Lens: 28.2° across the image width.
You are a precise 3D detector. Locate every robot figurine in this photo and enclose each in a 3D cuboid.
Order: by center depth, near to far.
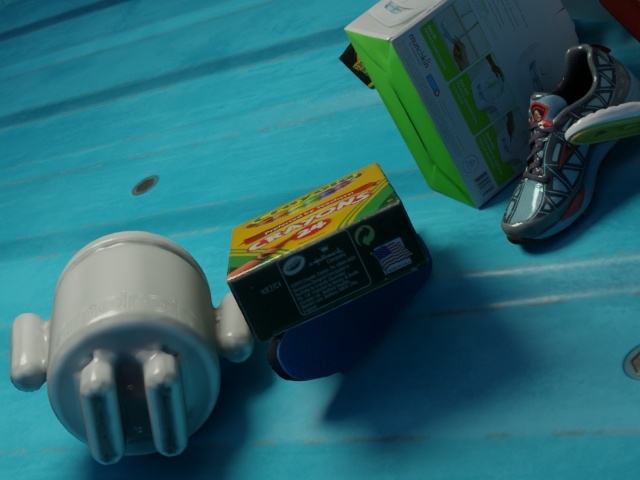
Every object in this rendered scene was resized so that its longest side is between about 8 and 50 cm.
[{"bbox_3d":[-0.225,0.118,1.542,0.299,0.200,0.353,-4,29,-8],"label":"robot figurine"}]

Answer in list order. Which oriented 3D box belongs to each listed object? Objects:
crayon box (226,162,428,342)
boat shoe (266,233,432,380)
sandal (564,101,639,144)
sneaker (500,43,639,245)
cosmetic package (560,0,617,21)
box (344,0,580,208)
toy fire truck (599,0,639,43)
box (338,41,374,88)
[{"bbox_3d":[0.000,0.000,1.460,0.202,0.081,0.318,-25,12,2],"label":"crayon box"},{"bbox_3d":[0.029,0.085,1.483,0.258,0.109,0.089,-32,17,-36],"label":"boat shoe"},{"bbox_3d":[0.406,-0.121,1.424,0.265,0.076,0.102,-13,-10,-5],"label":"sandal"},{"bbox_3d":[0.270,-0.118,1.492,0.104,0.125,0.262,8,62,54],"label":"sneaker"},{"bbox_3d":[0.315,-0.355,1.750,0.239,0.060,0.099,0,44,-25],"label":"cosmetic package"},{"bbox_3d":[0.200,-0.218,1.599,0.231,0.262,0.126,-39,30,-13],"label":"box"},{"bbox_3d":[0.393,-0.371,1.598,0.169,0.302,0.254,-30,28,43],"label":"toy fire truck"},{"bbox_3d":[0.188,-0.402,1.965,0.322,0.079,0.257,-36,14,50],"label":"box"}]
